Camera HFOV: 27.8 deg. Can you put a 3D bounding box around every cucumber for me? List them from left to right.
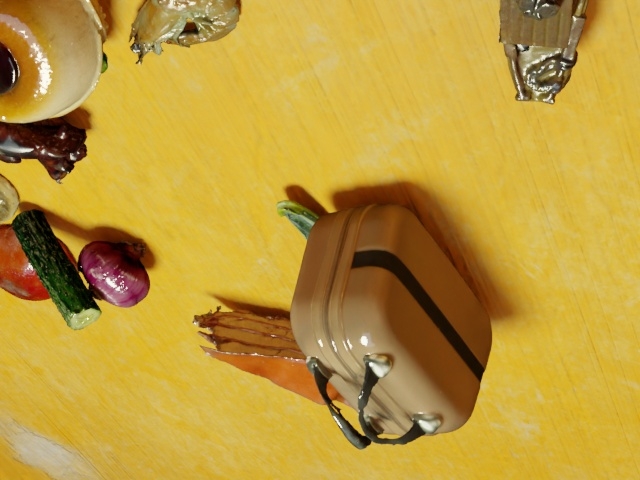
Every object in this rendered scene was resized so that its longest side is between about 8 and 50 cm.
[{"bbox_3d":[-0.378,0.039,1.835,0.187,0.058,0.058,55,150,17],"label":"cucumber"}]

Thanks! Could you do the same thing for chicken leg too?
[{"bbox_3d":[-0.490,-0.157,1.682,0.407,0.096,0.158,7,164,20],"label":"chicken leg"}]

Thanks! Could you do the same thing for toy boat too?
[{"bbox_3d":[0.206,-0.244,1.193,0.089,0.121,0.321,5,143,10],"label":"toy boat"}]

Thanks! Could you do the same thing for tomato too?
[{"bbox_3d":[-0.447,0.048,1.955,0.155,0.069,0.155,13,146,9],"label":"tomato"}]

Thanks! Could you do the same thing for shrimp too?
[{"bbox_3d":[-0.158,-0.245,1.448,0.099,0.041,0.180,22,147,-30],"label":"shrimp"}]

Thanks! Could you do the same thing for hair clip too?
[{"bbox_3d":[0.000,0.000,1.703,0.060,0.033,0.188,-6,141,35],"label":"hair clip"}]

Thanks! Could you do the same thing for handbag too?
[{"bbox_3d":[0.086,0.132,1.623,0.149,0.283,0.302,-5,139,34],"label":"handbag"}]

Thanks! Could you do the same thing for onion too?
[{"bbox_3d":[-0.293,0.042,1.858,0.104,0.115,0.115,-47,118,5],"label":"onion"}]

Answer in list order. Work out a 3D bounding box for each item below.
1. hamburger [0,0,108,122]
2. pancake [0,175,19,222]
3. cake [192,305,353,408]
[{"bbox_3d":[-0.348,-0.237,1.449,0.237,0.147,0.237,11,132,12],"label":"hamburger"},{"bbox_3d":[-0.501,-0.071,1.857,0.139,0.022,0.139,13,144,9],"label":"pancake"},{"bbox_3d":[-0.047,0.155,1.885,0.287,0.098,0.135,18,138,-8],"label":"cake"}]
